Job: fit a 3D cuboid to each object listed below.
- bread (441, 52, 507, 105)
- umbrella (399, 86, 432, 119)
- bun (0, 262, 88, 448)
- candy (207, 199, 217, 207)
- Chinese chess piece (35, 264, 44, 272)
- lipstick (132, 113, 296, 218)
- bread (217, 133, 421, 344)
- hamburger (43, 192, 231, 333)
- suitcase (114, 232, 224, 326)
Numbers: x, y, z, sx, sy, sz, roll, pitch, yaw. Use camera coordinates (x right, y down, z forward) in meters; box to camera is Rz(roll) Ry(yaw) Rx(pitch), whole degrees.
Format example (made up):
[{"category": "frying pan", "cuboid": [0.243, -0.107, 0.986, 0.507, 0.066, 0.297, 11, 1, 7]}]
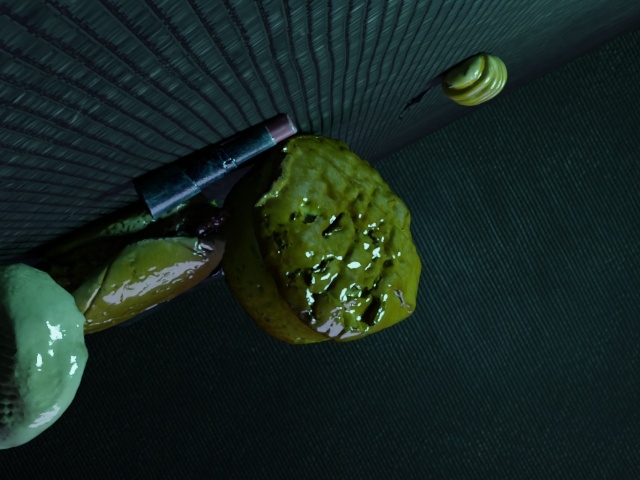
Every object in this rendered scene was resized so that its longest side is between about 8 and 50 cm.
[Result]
[{"category": "bread", "cuboid": [0.314, -0.325, 1.393, 0.119, 0.084, 0.177, -27, 177, 28]}, {"category": "umbrella", "cuboid": [0.209, -0.309, 1.511, 0.013, 0.022, 0.122, 3, 152, -33]}, {"category": "bun", "cuboid": [-0.432, 0.156, 0.936, 0.259, 0.259, 0.160, -27, 175, 14]}, {"category": "candy", "cuboid": [-0.289, -0.040, 1.395, 0.102, 0.032, 0.178, -26, -179, 24]}, {"category": "Chinese chess piece", "cuboid": [-0.452, 0.110, 1.169, 0.144, 0.144, 0.058, -27, 172, 28]}, {"category": "lipstick", "cuboid": [-0.132, -0.105, 0.914, 0.234, 0.053, 0.053, -29, -179, -17]}, {"category": "bread", "cuboid": [0.000, 0.000, 1.184, 0.215, 0.398, 0.398, -27, 180, 40]}, {"category": "hamburger", "cuboid": [-0.303, 0.033, 1.059, 0.282, 0.155, 0.245, -33, 170, 33]}, {"category": "suitcase", "cuboid": [-0.342, 0.058, 1.276, 0.312, 0.128, 0.202, -26, 164, 13]}]
